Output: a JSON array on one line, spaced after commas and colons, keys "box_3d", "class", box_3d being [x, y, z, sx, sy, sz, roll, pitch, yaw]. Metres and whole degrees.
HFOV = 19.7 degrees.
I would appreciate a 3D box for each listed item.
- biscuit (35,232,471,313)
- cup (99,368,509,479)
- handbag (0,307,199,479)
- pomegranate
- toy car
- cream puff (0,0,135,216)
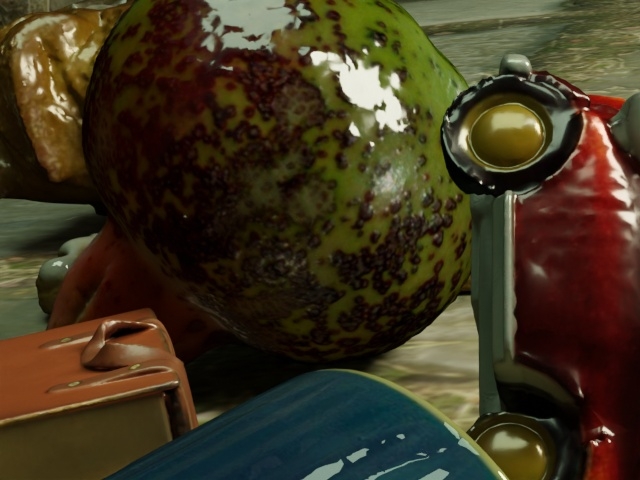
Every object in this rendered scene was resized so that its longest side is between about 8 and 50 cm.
[{"box_3d": [0.000, 0.000, 1.063, 0.301, 0.049, 0.197, -1, 16, 21], "class": "biscuit"}, {"box_3d": [-0.048, 0.118, 0.399, 0.155, 0.131, 0.176, -19, -6, -34], "class": "cup"}, {"box_3d": [-0.147, 0.080, 0.746, 0.190, 0.063, 0.127, -11, 12, -7], "class": "handbag"}, {"box_3d": [-0.041, -0.016, 0.874, 0.248, 0.214, 0.214, -41, 14, 1], "class": "pomegranate"}, {"box_3d": [0.088, 0.028, 0.448, 0.112, 0.139, 0.112, -2, -29, 10], "class": "toy car"}, {"box_3d": [-0.117, -0.096, 1.246, 0.241, 0.155, 0.269, 0, -2, 5], "class": "cream puff"}]
